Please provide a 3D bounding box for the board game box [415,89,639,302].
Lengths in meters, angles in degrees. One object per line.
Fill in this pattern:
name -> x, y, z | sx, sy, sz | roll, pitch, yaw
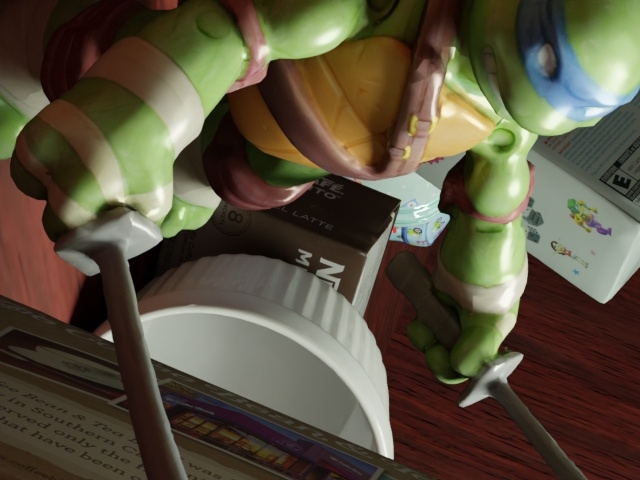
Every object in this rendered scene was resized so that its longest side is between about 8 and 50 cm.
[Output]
board game box -> 0.147, -0.132, 0.942 | 0.224, 0.303, 0.097 | -42, 158, -29

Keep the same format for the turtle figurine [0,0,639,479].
turtle figurine -> -0.024, -0.001, 0.445 | 0.198, 0.266, 0.275 | -13, 104, -36

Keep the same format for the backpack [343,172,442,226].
backpack -> 0.049, -0.093, 1.055 | 0.188, 0.166, 0.144 | -53, 153, -50

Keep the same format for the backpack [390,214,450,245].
backpack -> 0.113, -0.070, 1.322 | 0.173, 0.117, 0.158 | -65, 170, -7

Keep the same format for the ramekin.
ramekin -> -0.053, 0.106, 0.837 | 0.109, 0.207, 0.207 | -71, 178, -63

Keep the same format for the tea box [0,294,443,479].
tea box -> -0.086, 0.224, 0.494 | 0.220, 0.329, 0.324 | -9, 119, -79

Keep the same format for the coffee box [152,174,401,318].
coffee box -> -0.048, 0.069, 0.945 | 0.098, 0.141, 0.246 | -52, 162, -61
